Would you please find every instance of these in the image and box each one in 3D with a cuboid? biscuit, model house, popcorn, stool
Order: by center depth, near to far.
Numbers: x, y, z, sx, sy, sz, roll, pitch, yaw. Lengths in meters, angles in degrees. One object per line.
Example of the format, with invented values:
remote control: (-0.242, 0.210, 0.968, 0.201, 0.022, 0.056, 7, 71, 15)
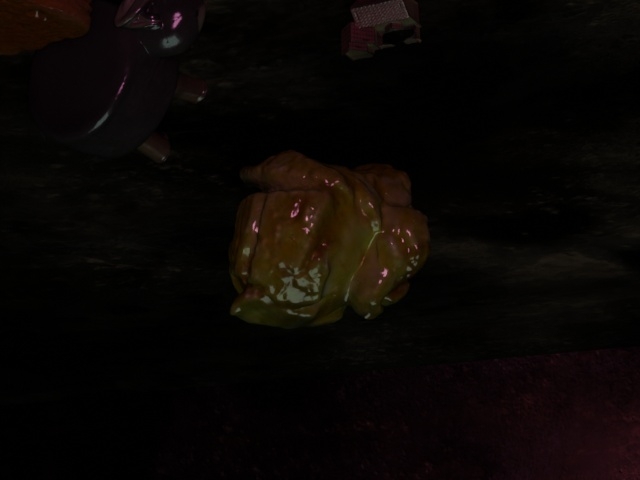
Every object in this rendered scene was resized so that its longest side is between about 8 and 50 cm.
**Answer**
biscuit: (-0.393, -0.241, 1.493, 0.277, 0.052, 0.262, 14, 161, -43)
stool: (-0.195, -0.167, 1.570, 0.228, 0.153, 0.139, -15, 158, 37)
model house: (0.057, -0.226, 1.572, 0.083, 0.057, 0.058, -7, 166, 23)
popcorn: (0.004, 0.005, 2.021, 0.276, 0.226, 0.276, 1, 166, 0)
